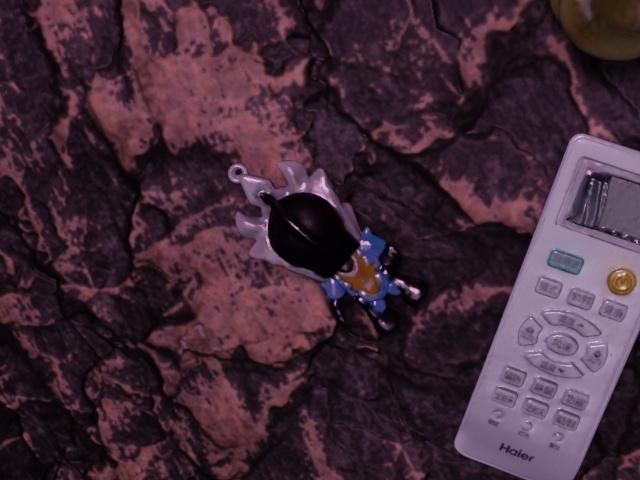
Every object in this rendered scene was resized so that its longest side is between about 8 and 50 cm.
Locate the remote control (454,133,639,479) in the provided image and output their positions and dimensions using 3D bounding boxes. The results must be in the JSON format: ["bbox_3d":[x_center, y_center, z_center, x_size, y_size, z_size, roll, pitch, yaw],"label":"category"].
[{"bbox_3d":[0.201,0.064,0.693,0.103,0.051,0.294,20,109,8],"label":"remote control"}]

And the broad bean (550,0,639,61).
[{"bbox_3d":[0.265,-0.183,0.587,0.206,0.072,0.153,-3,110,5],"label":"broad bean"}]

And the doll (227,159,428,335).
[{"bbox_3d":[0.000,0.000,0.719,0.195,0.070,0.096,40,99,-7],"label":"doll"}]
